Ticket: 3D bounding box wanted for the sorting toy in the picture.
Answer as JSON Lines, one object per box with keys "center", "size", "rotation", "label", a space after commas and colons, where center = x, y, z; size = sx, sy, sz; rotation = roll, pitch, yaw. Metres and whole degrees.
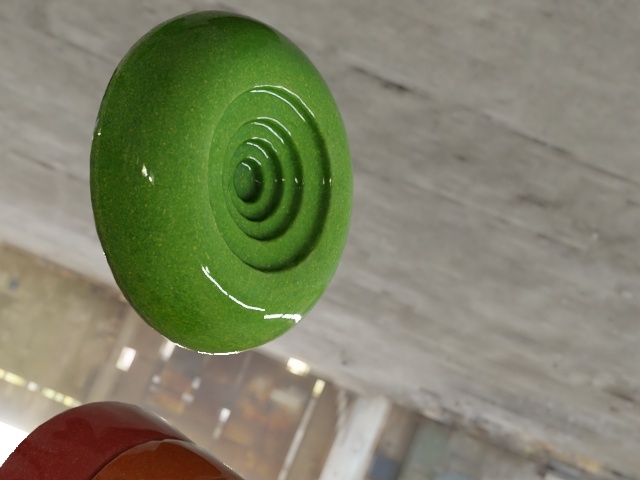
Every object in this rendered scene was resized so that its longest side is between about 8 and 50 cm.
{"center": [0.000, 0.000, 0.530], "size": [0.126, 0.365, 0.127], "rotation": [-1, 156, 40], "label": "sorting toy"}
